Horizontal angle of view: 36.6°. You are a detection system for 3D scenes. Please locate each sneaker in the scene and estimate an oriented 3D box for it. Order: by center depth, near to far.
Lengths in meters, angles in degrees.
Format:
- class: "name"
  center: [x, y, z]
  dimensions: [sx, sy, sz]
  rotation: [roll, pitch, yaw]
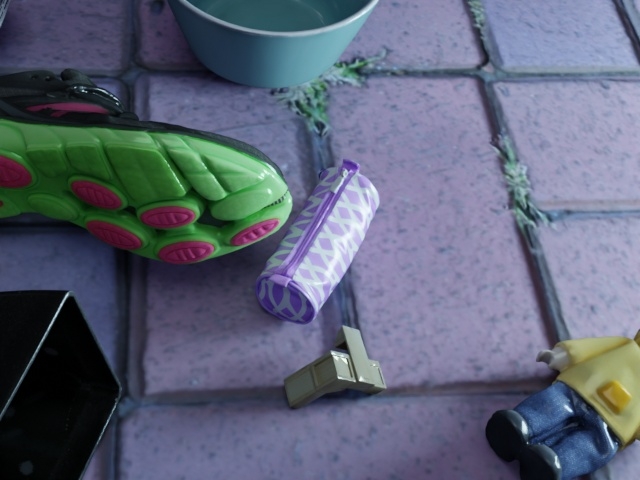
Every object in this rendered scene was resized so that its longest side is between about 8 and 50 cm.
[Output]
- class: "sneaker"
  center: [-0.259, -0.112, 1.092]
  dimensions: [0.482, 0.185, 0.202]
  rotation: [12, 49, 11]

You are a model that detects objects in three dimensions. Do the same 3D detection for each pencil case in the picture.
- class: "pencil case"
  center: [0.000, 0.000, 1.126]
  dimensions: [0.086, 0.088, 0.206]
  rotation: [21, 55, 10]

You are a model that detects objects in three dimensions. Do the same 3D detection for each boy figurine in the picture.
- class: "boy figurine"
  center: [0.323, 0.172, 1.046]
  dimensions: [0.285, 0.092, 0.177]
  rotation: [-26, 59, -20]

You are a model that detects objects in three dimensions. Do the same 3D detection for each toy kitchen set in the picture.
- class: "toy kitchen set"
  center: [0.013, 0.141, 1.061]
  dimensions: [0.083, 0.075, 0.068]
  rotation: [20, 44, -45]

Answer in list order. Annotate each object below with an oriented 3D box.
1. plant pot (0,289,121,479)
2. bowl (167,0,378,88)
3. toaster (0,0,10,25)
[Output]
- class: "plant pot"
  center: [-0.322, 0.158, 0.918]
  dimensions: [0.167, 0.188, 0.187]
  rotation: [10, 53, 14]
- class: "bowl"
  center: [-0.071, -0.326, 1.307]
  dimensions: [0.311, 0.163, 0.312]
  rotation: [3, 55, -5]
- class: "toaster"
  center: [-0.488, -0.307, 1.229]
  dimensions: [0.146, 0.129, 0.227]
  rotation: [34, 40, -33]
